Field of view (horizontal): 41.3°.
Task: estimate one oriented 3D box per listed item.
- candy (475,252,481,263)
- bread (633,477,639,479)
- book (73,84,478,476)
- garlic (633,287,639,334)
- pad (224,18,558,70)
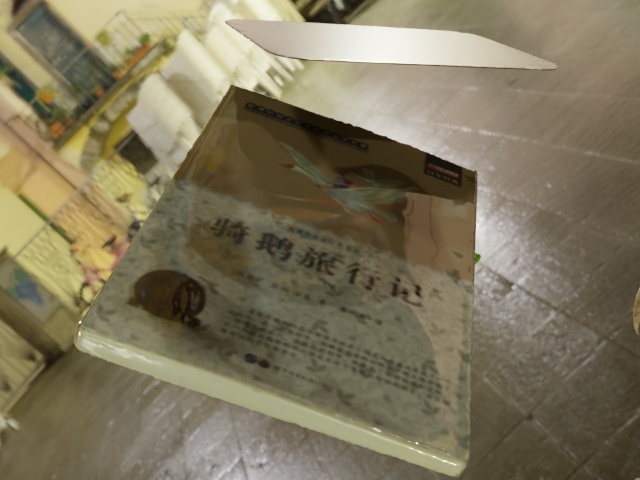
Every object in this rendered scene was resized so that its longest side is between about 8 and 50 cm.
[{"bbox_3d":[0.163,0.012,1.257,0.102,0.178,0.032,-50,27,-6],"label":"candy"},{"bbox_3d":[0.304,0.240,0.641,0.183,0.102,0.337,11,6,34],"label":"bread"},{"bbox_3d":[0.000,0.000,0.565,0.310,0.217,0.021,-73,3,-54],"label":"book"},{"bbox_3d":[0.520,0.100,0.993,0.286,0.249,0.313,-8,27,-23],"label":"garlic"},{"bbox_3d":[0.060,-0.173,0.746,0.176,0.266,0.002,-132,44,-58],"label":"pad"}]
